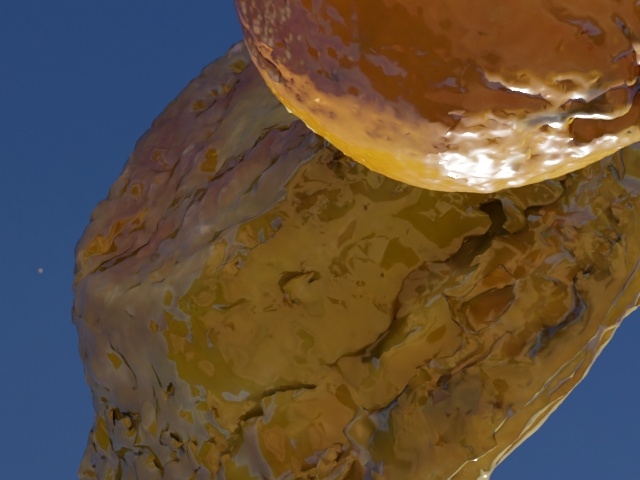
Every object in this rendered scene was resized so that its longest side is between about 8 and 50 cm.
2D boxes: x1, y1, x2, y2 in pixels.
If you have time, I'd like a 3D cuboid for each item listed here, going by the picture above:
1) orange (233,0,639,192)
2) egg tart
[{"bbox_3d":[0.045,-0.072,0.485,0.136,0.117,0.135,-12,-51,-16],"label":"orange"},{"bbox_3d":[0.000,0.000,0.717,0.294,0.294,0.123,-47,-69,-6],"label":"egg tart"}]
